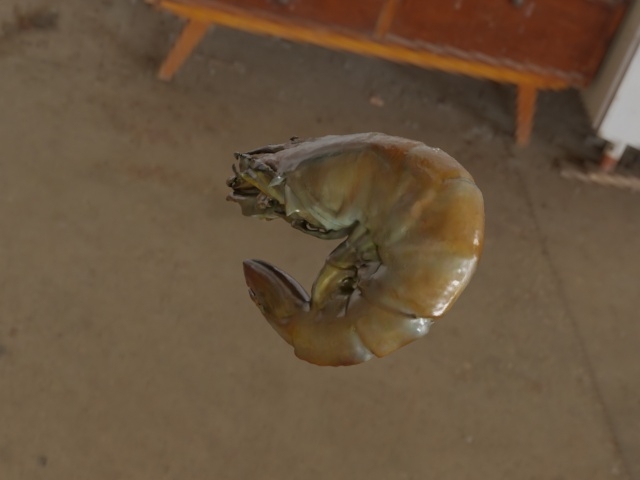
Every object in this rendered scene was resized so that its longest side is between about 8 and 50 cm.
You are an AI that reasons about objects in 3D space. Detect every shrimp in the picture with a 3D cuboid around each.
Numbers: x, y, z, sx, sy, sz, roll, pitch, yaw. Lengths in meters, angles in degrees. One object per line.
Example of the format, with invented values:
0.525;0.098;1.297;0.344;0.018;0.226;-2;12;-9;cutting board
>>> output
0.003;0.001;0.853;0.053;0.133;0.236;14;1;-40;shrimp
